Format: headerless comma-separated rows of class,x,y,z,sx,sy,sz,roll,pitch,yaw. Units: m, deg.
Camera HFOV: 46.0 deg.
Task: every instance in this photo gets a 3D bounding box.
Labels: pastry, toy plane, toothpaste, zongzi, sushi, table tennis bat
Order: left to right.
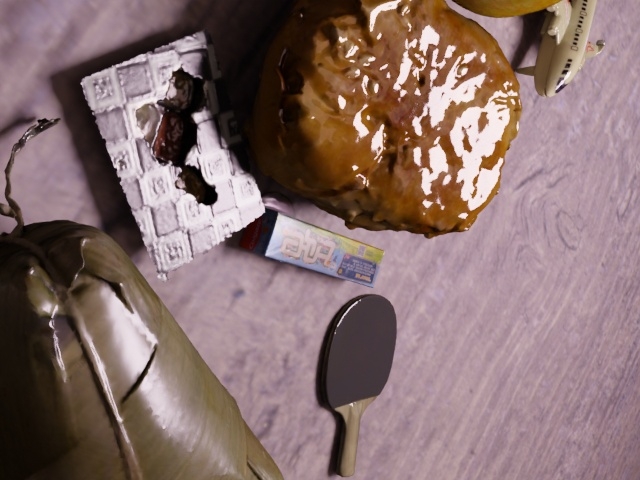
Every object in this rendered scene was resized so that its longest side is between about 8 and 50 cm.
zongzi,-0.247,0.163,0.562,0.418,0.182,0.447,-44,128,-27
sushi,-0.135,-0.078,0.703,0.139,0.031,0.200,-34,122,-34
toothpaste,0.000,0.000,0.857,0.193,0.044,0.070,19,89,-48
table tennis bat,0.049,0.190,0.989,0.138,0.022,0.246,-2,103,-46
pastry,0.062,-0.138,0.793,0.311,0.162,0.255,34,92,-34
toy plane,0.360,-0.313,1.102,0.229,0.092,0.244,41,73,-47

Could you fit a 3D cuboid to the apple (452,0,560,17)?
apple,0.217,-0.374,0.819,0.264,0.264,0.264,-17,114,-42
